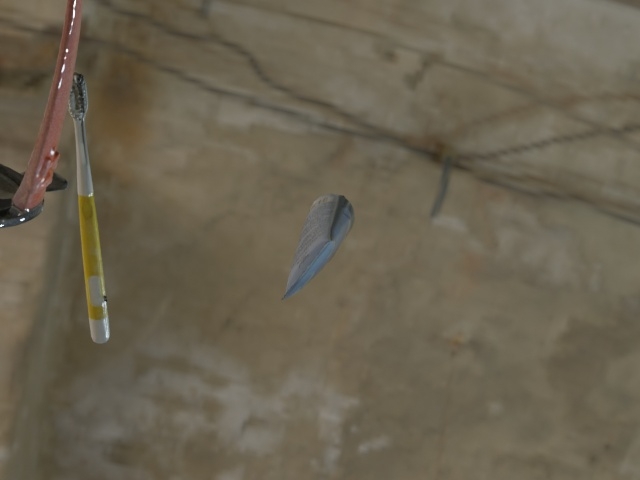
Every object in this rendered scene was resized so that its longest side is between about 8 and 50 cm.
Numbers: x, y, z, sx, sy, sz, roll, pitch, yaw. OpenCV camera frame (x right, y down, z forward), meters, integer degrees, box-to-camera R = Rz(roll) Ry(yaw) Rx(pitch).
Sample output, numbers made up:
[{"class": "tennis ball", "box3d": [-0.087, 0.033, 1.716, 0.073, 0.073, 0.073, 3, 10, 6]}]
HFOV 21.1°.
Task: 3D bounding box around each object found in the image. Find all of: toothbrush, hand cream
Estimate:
[{"class": "toothbrush", "box3d": [-0.224, -0.025, 1.657, 0.021, 0.288, 0.024, -4, -154, -5]}, {"class": "hand cream", "box3d": [0.000, 0.000, 2.077, 0.058, 0.091, 0.271, 39, -163, -5]}]

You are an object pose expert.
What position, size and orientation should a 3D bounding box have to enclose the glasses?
[{"class": "glasses", "box3d": [-0.225, -0.151, 0.935, 0.234, 0.268, 0.118, 28, -152, 8]}]
